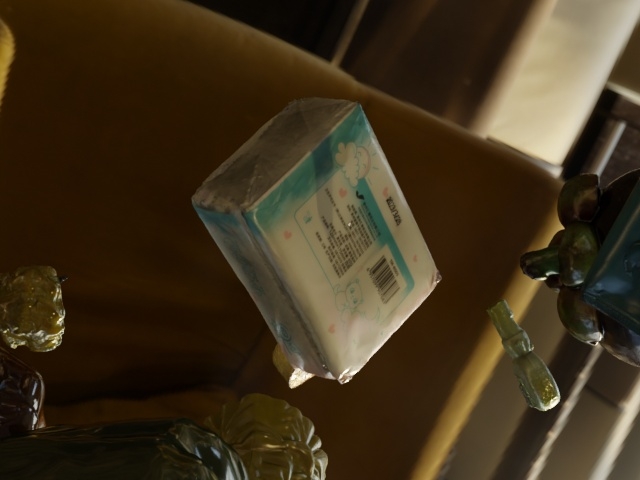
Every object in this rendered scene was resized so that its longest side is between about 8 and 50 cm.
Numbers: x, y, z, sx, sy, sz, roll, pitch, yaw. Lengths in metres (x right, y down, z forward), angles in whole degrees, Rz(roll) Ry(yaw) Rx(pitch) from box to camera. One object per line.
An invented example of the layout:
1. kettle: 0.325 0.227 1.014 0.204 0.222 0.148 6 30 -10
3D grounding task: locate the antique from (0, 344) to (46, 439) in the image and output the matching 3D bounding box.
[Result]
1. antique: -0.379 0.143 0.998 0.278 0.129 0.223 4 131 0

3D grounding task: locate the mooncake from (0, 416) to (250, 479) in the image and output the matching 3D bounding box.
1. mooncake: -0.132 0.300 0.784 0.194 0.356 0.356 -9 126 0

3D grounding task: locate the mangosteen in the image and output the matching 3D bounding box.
1. mangosteen: 0.457 0.039 1.575 0.300 0.300 0.300 -21 127 -30

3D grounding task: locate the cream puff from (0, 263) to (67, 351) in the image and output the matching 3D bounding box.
1. cream puff: -0.497 0.118 1.880 0.156 0.121 0.156 -2 110 -6

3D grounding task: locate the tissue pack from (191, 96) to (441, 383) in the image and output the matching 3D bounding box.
1. tissue pack: 0.002 -0.002 1.254 0.201 0.124 0.271 -44 126 -23

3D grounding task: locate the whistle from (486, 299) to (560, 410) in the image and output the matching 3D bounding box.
1. whistle: 0.333 0.194 1.880 0.057 0.198 0.104 -30 178 -3

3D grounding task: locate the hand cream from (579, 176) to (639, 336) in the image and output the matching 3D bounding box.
1. hand cream: 0.268 -0.026 0.857 0.048 0.083 0.224 -21 135 -47

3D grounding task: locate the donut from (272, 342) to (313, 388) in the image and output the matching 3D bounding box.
1. donut: -0.005 0.162 1.885 0.190 0.074 0.174 -32 160 -33

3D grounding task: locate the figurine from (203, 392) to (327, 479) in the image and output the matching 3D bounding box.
1. figurine: -0.077 0.305 1.140 0.168 0.315 0.187 33 103 -7
